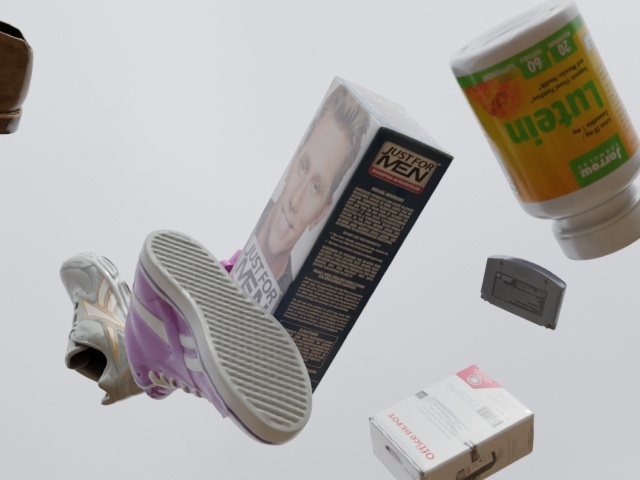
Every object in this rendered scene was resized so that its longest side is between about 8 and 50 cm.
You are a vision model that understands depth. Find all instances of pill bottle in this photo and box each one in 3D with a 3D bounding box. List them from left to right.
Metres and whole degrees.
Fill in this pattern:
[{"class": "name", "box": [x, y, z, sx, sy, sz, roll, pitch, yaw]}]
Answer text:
[{"class": "pill bottle", "box": [0.244, -0.107, 0.896, 0.136, 0.136, 0.245, -28, -76, 8]}]

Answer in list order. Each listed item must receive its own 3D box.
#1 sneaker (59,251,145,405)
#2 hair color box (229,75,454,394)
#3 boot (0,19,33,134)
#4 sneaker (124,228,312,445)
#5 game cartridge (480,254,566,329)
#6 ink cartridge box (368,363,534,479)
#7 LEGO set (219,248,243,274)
[{"class": "sneaker", "box": [-0.310, 0.116, 1.204, 0.121, 0.262, 0.099, -23, -40, -32]}, {"class": "hair color box", "box": [0.000, 0.000, 1.038, 0.105, 0.174, 0.347, 20, -70, -27]}, {"class": "boot", "box": [-0.445, -0.205, 0.888, 0.305, 0.112, 0.115, 11, -61, -32]}, {"class": "sneaker", "box": [-0.116, 0.133, 0.908, 0.102, 0.282, 0.161, 0, -53, -39]}, {"class": "game cartridge", "box": [0.196, 0.047, 0.851, 0.017, 0.083, 0.056, -25, -51, -44]}, {"class": "ink cartridge box", "box": [0.210, 0.313, 1.411, 0.218, 0.158, 0.092, -21, -56, -22]}, {"class": "LEGO set", "box": [-0.056, 0.097, 1.264, 0.093, 0.087, 0.227, -48, -54, -6]}]
